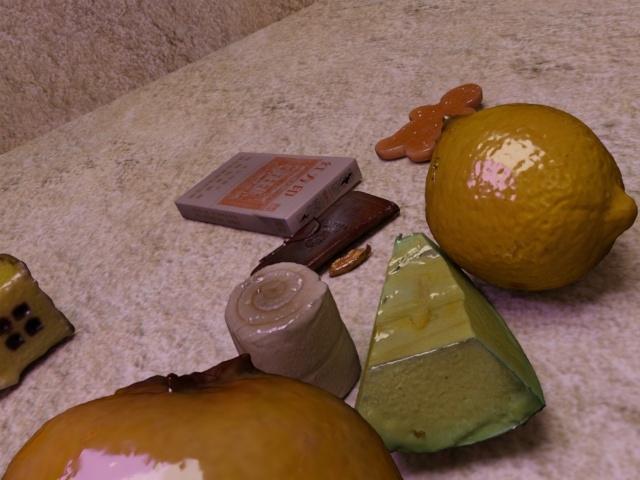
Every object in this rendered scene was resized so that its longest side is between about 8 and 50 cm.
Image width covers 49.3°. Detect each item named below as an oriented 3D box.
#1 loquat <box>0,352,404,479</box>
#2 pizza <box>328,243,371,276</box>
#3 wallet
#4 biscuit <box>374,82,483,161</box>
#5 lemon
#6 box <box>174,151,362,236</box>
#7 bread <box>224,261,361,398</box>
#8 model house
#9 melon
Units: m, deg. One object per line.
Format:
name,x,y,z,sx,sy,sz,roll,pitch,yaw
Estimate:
loquat,-0.080,0.266,0.523,0.328,0.328,0.360,-9,77,25
pizza,0.046,0.032,1.090,0.083,0.016,0.037,-33,31,-9
wallet,0.000,0.000,1.159,0.255,0.031,0.137,-37,31,-23
biscuit,0.231,-0.229,1.367,0.250,0.036,0.165,-44,35,-25
lemon,0.251,-0.050,0.856,0.228,0.228,0.253,-33,44,-17
box,-0.113,-0.100,1.385,0.365,0.051,0.204,11,43,46
bread,-0.038,0.122,0.873,0.134,0.141,0.148,-38,31,-26
model house,-0.582,0.152,1.184,0.193,0.175,0.234,8,38,42
melon,0.133,0.100,0.810,0.196,0.124,0.323,-12,22,11
